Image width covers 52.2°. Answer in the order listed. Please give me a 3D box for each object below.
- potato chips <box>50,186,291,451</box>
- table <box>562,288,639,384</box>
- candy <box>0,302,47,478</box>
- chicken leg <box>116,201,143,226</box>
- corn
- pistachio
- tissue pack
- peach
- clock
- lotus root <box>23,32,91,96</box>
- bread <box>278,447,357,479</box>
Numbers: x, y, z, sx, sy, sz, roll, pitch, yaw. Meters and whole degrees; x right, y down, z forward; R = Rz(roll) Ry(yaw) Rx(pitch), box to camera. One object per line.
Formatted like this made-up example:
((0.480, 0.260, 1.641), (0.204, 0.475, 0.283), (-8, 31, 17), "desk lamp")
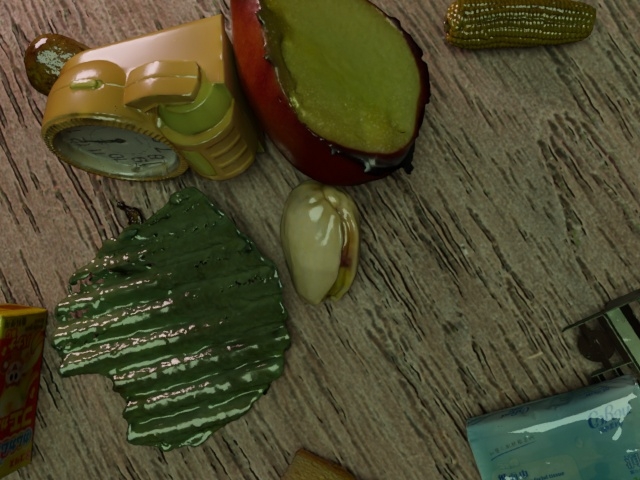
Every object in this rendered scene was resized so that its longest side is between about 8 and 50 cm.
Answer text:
((-0.230, 0.132, 1.060), (0.389, 0.097, 0.373), (-41, 89, 10), "potato chips")
((0.490, 0.159, 1.000), (0.175, 0.062, 0.146), (-34, 84, 36), "table")
((-0.537, 0.247, 1.075), (0.088, 0.146, 0.275), (6, 88, 6), "candy")
((-0.319, -0.035, 1.119), (0.036, 0.021, 0.083), (-27, 85, 20), "chicken leg")
((0.311, -0.342, 1.033), (0.231, 0.080, 0.080), (3, 89, 4), "corn")
((0.000, 0.000, 1.040), (0.145, 0.117, 0.200), (17, 117, 45), "pistachio")
((0.371, 0.324, 0.983), (0.264, 0.089, 0.177), (-20, 88, 14), "tissue pack")
((-0.012, -0.236, 0.980), (0.362, 0.201, 0.257), (42, 64, -13), "peach")
((-0.264, -0.197, 1.017), (0.317, 0.244, 0.200), (-4, 68, 11), "clock")
((-0.404, -0.286, 1.103), (0.191, 0.094, 0.108), (11, 124, 2), "lotus root")
((-0.005, 0.408, 1.016), (0.152, 0.147, 0.127), (39, 105, 12), "bread")
